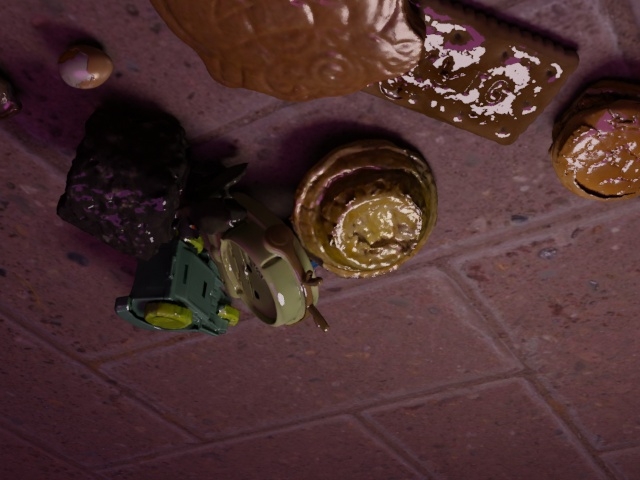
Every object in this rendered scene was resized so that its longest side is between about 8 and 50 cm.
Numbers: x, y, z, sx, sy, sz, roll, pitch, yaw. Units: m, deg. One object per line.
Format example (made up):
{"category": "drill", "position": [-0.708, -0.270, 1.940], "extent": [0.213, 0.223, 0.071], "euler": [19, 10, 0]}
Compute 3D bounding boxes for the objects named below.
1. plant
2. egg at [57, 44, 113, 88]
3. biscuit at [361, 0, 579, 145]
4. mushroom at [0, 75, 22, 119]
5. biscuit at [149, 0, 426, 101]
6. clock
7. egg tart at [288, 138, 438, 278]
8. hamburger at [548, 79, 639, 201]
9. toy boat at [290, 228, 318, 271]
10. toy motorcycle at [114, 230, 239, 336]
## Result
{"category": "plant", "position": [-0.285, -0.086, 1.430], "extent": [0.312, 0.215, 0.213], "euler": [19, 136, -20]}
{"category": "egg", "position": [-0.377, -0.280, 1.315], "extent": [0.083, 0.071, 0.071], "euler": [-6, 140, 9]}
{"category": "biscuit", "position": [0.217, -0.266, 1.285], "extent": [0.325, 0.044, 0.217], "euler": [18, 141, -16]}
{"category": "mushroom", "position": [-0.581, -0.285, 1.327], "extent": [0.116, 0.093, 0.225], "euler": [-11, 149, 36]}
{"category": "biscuit", "position": [-0.057, -0.338, 1.169], "extent": [0.385, 0.062, 0.365], "euler": [-4, 142, 25]}
{"category": "clock", "position": [-0.095, 0.058, 1.524], "extent": [0.096, 0.308, 0.235], "euler": [-30, 131, -25]}
{"category": "egg tart", "position": [0.086, -0.038, 1.456], "extent": [0.290, 0.115, 0.290], "euler": [-6, 123, -10]}
{"category": "hamburger", "position": [0.483, -0.159, 1.341], "extent": [0.214, 0.108, 0.214], "euler": [2, 136, 2]}
{"category": "toy boat", "position": [0.000, 0.000, 1.598], "extent": [0.097, 0.100, 0.223], "euler": [6, 148, -41]}
{"category": "toy motorcycle", "position": [-0.309, 0.119, 1.727], "extent": [0.200, 0.191, 0.326], "euler": [-2, 154, 15]}
